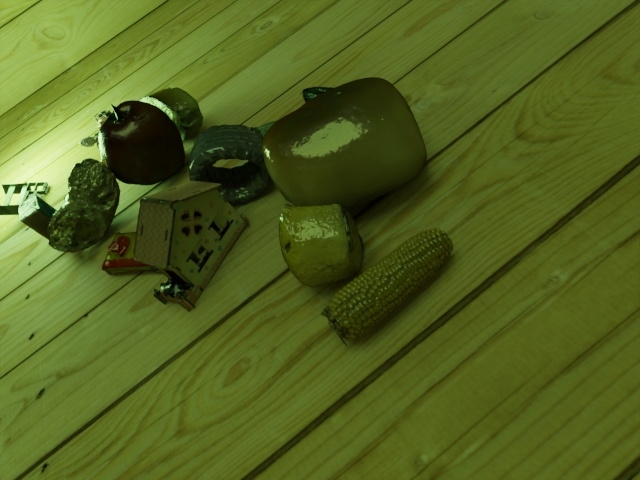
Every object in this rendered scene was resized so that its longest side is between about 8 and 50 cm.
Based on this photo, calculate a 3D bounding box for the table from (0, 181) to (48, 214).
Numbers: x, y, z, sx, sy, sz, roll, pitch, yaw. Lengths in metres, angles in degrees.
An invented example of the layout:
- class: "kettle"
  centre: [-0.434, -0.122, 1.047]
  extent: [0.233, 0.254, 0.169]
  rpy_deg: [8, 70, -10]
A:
- class: "table"
  centre: [-1.227, -0.173, 1.924]
  extent: [0.176, 0.062, 0.146]
  rpy_deg: [-3, 44, -16]

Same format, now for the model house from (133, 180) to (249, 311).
- class: "model house"
  centre: [-0.366, -0.019, 1.216]
  extent: [0.169, 0.244, 0.326]
  rpy_deg: [13, 62, 33]

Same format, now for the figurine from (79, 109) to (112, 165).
- class: "figurine"
  centre: [-0.881, -0.424, 1.919]
  extent: [0.175, 0.115, 0.239]
  rpy_deg: [-18, 53, 17]

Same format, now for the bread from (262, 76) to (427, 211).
- class: "bread"
  centre: [0.049, -0.235, 1.166]
  extent: [0.376, 0.253, 0.347]
  rpy_deg: [-25, 44, 9]

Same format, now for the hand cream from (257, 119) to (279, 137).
- class: "hand cream"
  centre: [-0.128, -0.337, 1.448]
  extent: [0.147, 0.093, 0.306]
  rpy_deg: [-32, 33, -32]

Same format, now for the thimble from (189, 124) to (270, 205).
- class: "thimble"
  centre: [-0.262, -0.229, 1.360]
  extent: [0.237, 0.205, 0.172]
  rpy_deg: [-21, 45, 12]

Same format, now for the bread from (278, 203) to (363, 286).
- class: "bread"
  centre: [-0.002, 0.003, 1.041]
  extent: [0.171, 0.197, 0.197]
  rpy_deg: [-11, 49, 13]

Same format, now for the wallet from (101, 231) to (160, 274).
- class: "wallet"
  centre: [-0.539, 0.032, 1.389]
  extent: [0.242, 0.067, 0.141]
  rpy_deg: [-5, 53, 24]

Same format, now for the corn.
- class: "corn"
  centre: [0.143, 0.087, 0.952]
  extent: [0.305, 0.106, 0.106]
  rpy_deg: [-36, 45, -7]

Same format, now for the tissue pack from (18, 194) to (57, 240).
- class: "tissue pack"
  centre: [-0.943, -0.064, 1.613]
  extent: [0.082, 0.169, 0.120]
  rpy_deg: [-42, 47, -5]

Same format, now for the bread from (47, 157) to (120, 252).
- class: "bread"
  centre: [-0.775, -0.098, 1.549]
  extent: [0.192, 0.171, 0.313]
  rpy_deg: [-16, 55, 66]

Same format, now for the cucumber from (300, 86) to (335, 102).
- class: "cucumber"
  centre: [0.034, -0.450, 1.484]
  extent: [0.265, 0.077, 0.077]
  rpy_deg: [16, 62, 39]

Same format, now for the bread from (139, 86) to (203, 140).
- class: "bread"
  centre: [-0.539, -0.461, 1.725]
  extent: [0.257, 0.185, 0.124]
  rpy_deg: [15, 45, 32]

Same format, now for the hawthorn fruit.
- class: "hawthorn fruit"
  centre: [-0.608, -0.339, 1.571]
  extent: [0.268, 0.300, 0.267]
  rpy_deg: [-8, 45, 8]
